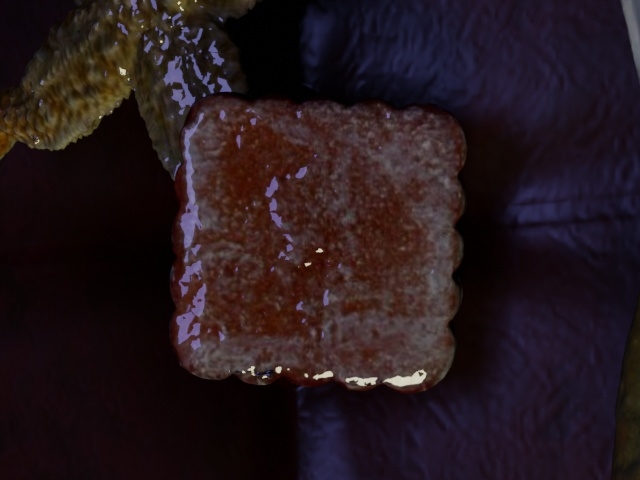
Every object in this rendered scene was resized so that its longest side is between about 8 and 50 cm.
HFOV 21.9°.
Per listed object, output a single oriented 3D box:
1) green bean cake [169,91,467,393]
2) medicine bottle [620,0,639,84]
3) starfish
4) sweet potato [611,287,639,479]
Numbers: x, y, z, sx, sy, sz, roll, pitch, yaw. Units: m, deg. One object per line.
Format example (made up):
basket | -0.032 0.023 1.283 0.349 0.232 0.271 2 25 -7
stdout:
green bean cake | 0.000 0.000 0.768 0.136 0.056 0.135 4 92 3
medicine bottle | 0.227 0.041 0.495 0.211 0.211 0.371 -21 74 40
starfish | -0.069 -0.125 0.852 0.375 0.094 0.327 -25 70 33
sweet potato | 0.159 0.033 0.656 0.075 0.075 0.273 6 88 42
